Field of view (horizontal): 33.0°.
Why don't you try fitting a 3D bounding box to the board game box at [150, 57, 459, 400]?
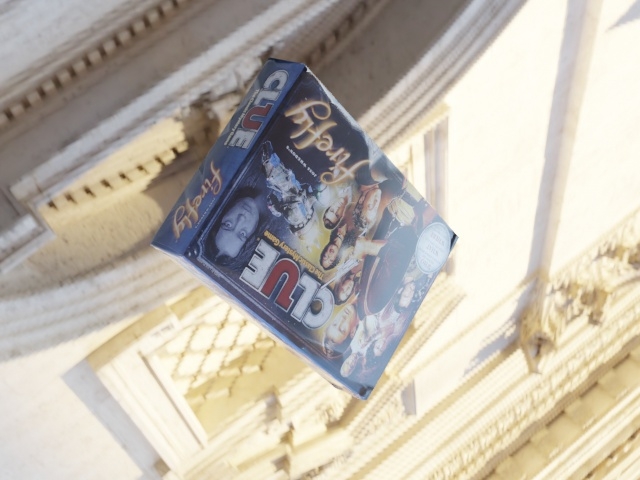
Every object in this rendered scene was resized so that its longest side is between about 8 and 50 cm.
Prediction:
[{"bbox_3d":[0.000,0.000,0.836,0.042,0.243,0.165,18,-107,45],"label":"board game box"}]
